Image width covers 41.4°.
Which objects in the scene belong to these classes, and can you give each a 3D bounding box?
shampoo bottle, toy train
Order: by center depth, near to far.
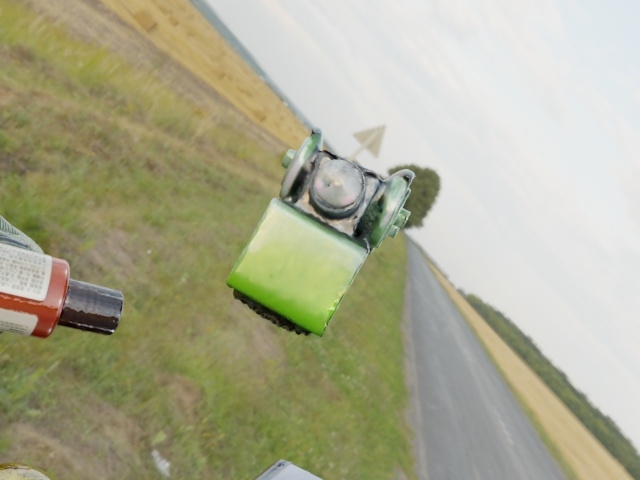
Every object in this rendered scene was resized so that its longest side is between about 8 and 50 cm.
[{"bbox_3d":[-0.380,0.060,1.036,0.278,0.104,0.104,17,18,-26],"label":"shampoo bottle"},{"bbox_3d":[0.000,0.000,1.116,0.173,0.249,0.307,28,-3,2],"label":"toy train"}]

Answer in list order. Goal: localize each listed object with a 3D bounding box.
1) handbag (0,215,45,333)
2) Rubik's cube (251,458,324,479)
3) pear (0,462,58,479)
[{"bbox_3d":[-0.761,0.081,1.787,0.247,0.341,0.240,56,-9,35],"label":"handbag"},{"bbox_3d":[-0.028,0.536,1.153,0.313,0.316,0.318,23,13,17],"label":"Rubik's cube"},{"bbox_3d":[-0.443,0.420,1.229,0.197,0.197,0.197,47,4,-5],"label":"pear"}]
